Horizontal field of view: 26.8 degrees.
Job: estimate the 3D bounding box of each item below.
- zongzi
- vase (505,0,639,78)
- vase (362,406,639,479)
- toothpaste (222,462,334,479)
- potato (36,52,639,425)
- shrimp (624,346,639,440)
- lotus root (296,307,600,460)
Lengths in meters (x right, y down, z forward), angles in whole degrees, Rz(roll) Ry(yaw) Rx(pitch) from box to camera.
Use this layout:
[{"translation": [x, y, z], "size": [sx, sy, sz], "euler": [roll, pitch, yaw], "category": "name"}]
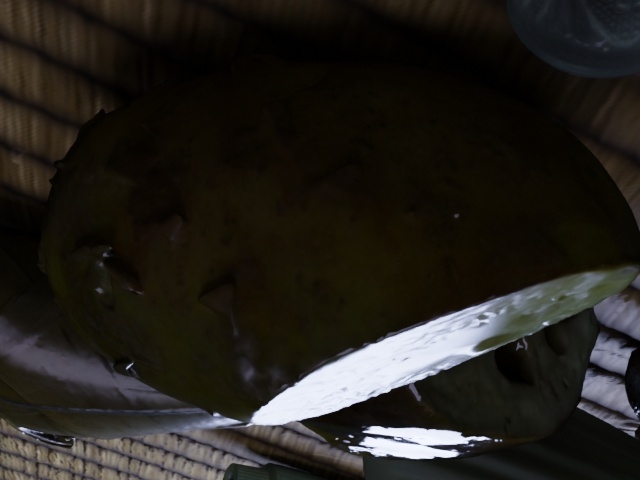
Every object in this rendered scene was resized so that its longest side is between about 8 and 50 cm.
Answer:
[{"translation": [-0.144, 0.031, 0.829], "size": [0.228, 0.115, 0.256], "euler": [-8, 137, 23], "category": "zongzi"}, {"translation": [0.104, -0.140, 0.436], "size": [0.096, 0.096, 0.219], "euler": [6, 155, 6], "category": "vase"}, {"translation": [0.147, 0.162, 0.895], "size": [0.248, 0.128, 0.128], "euler": [11, 161, 44], "category": "vase"}, {"translation": [0.047, 0.253, 1.246], "size": [0.297, 0.048, 0.075], "euler": [18, 148, -25], "category": "toothpaste"}, {"translation": [0.000, 0.000, 0.633], "size": [0.298, 0.176, 0.141], "euler": [0, 175, 25], "category": "potato"}, {"translation": [0.248, 0.141, 0.914], "size": [0.079, 0.090, 0.233], "euler": [-13, 136, 1], "category": "shrimp"}, {"translation": [0.060, 0.058, 0.794], "size": [0.119, 0.138, 0.235], "euler": [-4, 157, 43], "category": "lotus root"}]
